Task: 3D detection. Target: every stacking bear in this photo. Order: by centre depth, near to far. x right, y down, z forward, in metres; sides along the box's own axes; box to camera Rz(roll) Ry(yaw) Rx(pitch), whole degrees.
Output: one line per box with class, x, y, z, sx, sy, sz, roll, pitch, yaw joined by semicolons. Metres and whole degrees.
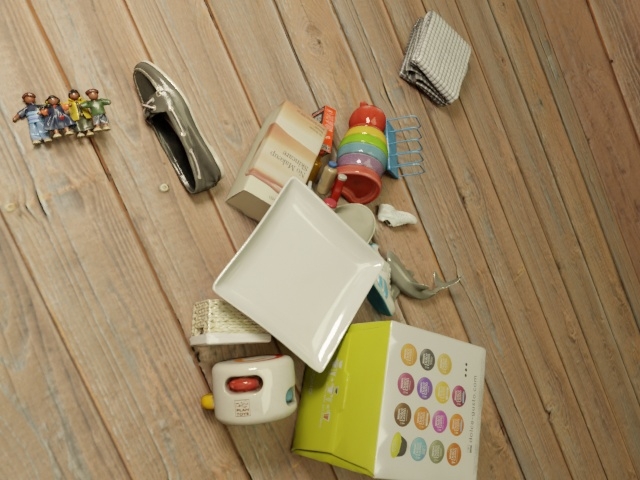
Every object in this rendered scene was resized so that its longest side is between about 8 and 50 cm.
stacking bear;0.128;-0.280;1.543;0.175;0.164;0.289;28;60;-30

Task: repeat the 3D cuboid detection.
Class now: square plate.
square plate;-0.040;0.080;1.241;0.344;0.049;0.347;42;65;-20

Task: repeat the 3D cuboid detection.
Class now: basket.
basket;-0.216;0.196;1.224;0.167;0.113;0.103;5;75;-35

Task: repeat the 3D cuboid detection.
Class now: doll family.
doll family;-0.555;-0.276;1.107;0.193;0.076;0.111;-18;96;-33

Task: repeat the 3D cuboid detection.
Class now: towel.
towel;0.413;-0.643;1.838;0.235;0.121;0.284;33;62;-27

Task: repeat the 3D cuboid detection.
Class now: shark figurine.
shark figurine;0.321;0.143;1.615;0.278;0.116;0.166;20;71;-29

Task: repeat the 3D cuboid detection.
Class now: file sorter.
file sorter;0.271;-0.300;1.645;0.118;0.104;0.170;22;64;-67

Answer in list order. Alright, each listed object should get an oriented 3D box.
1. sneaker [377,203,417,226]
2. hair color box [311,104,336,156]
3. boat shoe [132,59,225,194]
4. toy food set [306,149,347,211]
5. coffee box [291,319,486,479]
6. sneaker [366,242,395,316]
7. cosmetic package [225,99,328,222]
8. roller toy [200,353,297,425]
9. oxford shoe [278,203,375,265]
sneaker;0.243;-0.069;1.644;0.152;0.053;0.061;18;80;-25
hair color box;0.002;-0.317;1.506;0.043;0.072;0.141;18;70;-32
boat shoe;-0.353;-0.265;1.222;0.095;0.112;0.335;-44;110;-38
toy food set;0.004;-0.144;1.378;0.111;0.104;0.232;18;35;-8
coffee box;0.171;0.411;1.312;0.334;0.338;0.338;21;69;-30
sneaker;0.175;0.118;1.528;0.092;0.087;0.229;-28;97;-28
cosmetic package;-0.112;-0.201;1.364;0.153;0.129;0.296;30;65;-23
roller toy;-0.154;0.348;1.186;0.209;0.191;0.146;0;82;-35
oxford shoe;0.000;0.000;1.387;0.449;0.130;0.169;-25;70;-36
